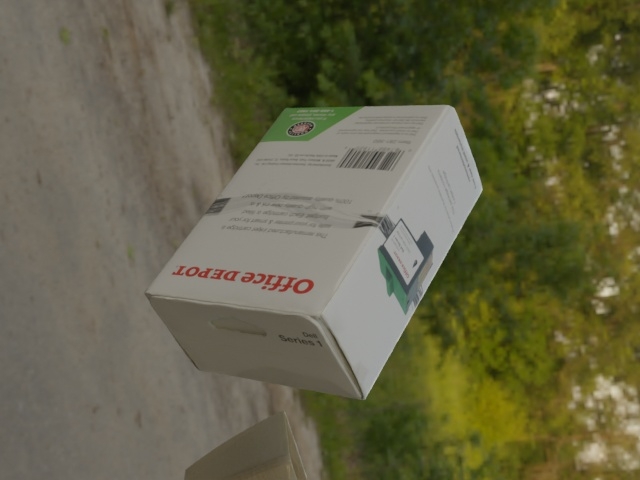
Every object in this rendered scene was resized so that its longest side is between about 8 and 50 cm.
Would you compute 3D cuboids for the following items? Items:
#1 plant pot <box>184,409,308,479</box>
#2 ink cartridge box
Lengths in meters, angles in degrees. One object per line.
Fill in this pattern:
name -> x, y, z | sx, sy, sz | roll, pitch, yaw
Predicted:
plant pot -> -0.057, 0.220, 0.868 | 0.109, 0.096, 0.109 | -111, -177, -79
ink cartridge box -> 0.000, 0.000, 0.783 | 0.219, 0.160, 0.093 | -56, 135, -34
